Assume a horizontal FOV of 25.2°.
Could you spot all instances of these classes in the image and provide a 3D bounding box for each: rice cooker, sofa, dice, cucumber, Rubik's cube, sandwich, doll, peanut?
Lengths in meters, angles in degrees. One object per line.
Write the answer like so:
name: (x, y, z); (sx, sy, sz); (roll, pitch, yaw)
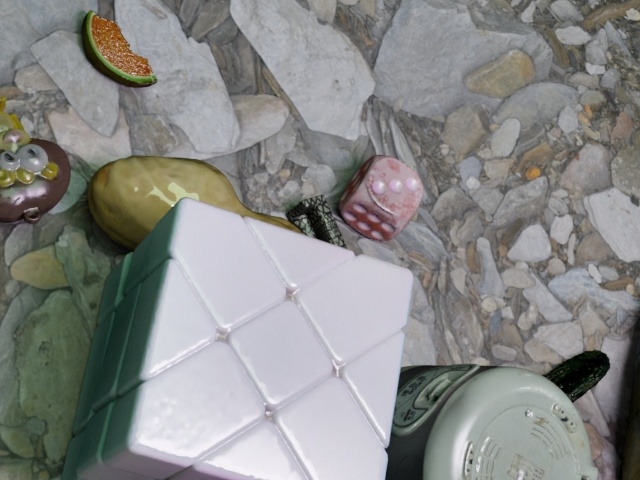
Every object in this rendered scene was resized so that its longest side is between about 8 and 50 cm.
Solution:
rice cooker: (0.183, 0.293, 1.870); (0.288, 0.277, 0.288); (2, 86, -33)
sofa: (0.000, 0.000, 2.016); (0.039, 0.060, 0.118); (-18, 80, -34)
dice: (0.088, -0.062, 2.061); (0.093, 0.094, 0.091); (34, 61, -9)
cucumber: (0.346, 0.219, 2.096); (0.245, 0.067, 0.067); (-29, 85, -29)
Rubik's cube: (-0.106, 0.176, 1.754); (0.319, 0.316, 0.321); (18, 63, -18)
sandwich: (-0.288, -0.260, 1.993); (0.135, 0.029, 0.067); (47, 53, -2)
doll: (-0.410, -0.102, 1.844); (0.188, 0.096, 0.145); (44, 51, 7)
peanut: (-0.155, -0.026, 1.908); (0.319, 0.147, 0.147); (24, 63, -13)

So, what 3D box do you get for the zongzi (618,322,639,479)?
zongzi: (0.550, 0.176, 2.033); (0.174, 0.393, 0.356); (10, 61, 3)
